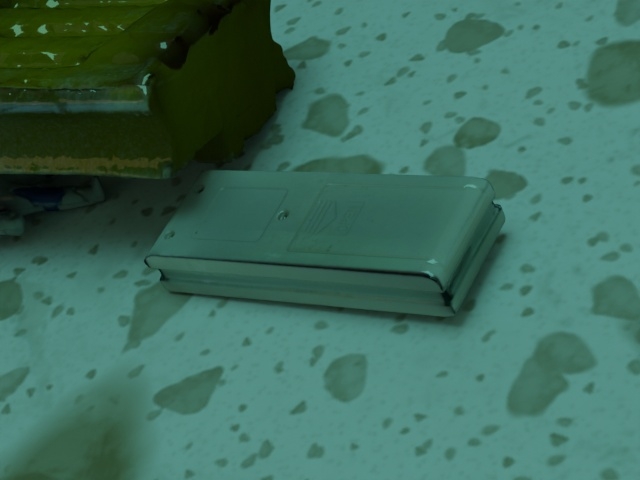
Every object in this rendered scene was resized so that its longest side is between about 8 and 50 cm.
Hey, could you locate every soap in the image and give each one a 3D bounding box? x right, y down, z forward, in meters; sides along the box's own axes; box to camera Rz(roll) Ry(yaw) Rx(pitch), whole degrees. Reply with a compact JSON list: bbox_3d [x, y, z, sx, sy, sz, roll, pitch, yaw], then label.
[{"bbox_3d":[-0.200,-0.140,1.478,0.281,0.143,0.259,4,28,24],"label":"soap"}]

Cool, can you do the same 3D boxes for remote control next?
[{"bbox_3d":[0.000,0.000,1.336,0.277,0.055,0.103,3,48,35],"label":"remote control"}]

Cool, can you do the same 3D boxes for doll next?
[{"bbox_3d":[-0.308,-0.040,1.541,0.227,0.057,0.114,-16,45,1],"label":"doll"}]
